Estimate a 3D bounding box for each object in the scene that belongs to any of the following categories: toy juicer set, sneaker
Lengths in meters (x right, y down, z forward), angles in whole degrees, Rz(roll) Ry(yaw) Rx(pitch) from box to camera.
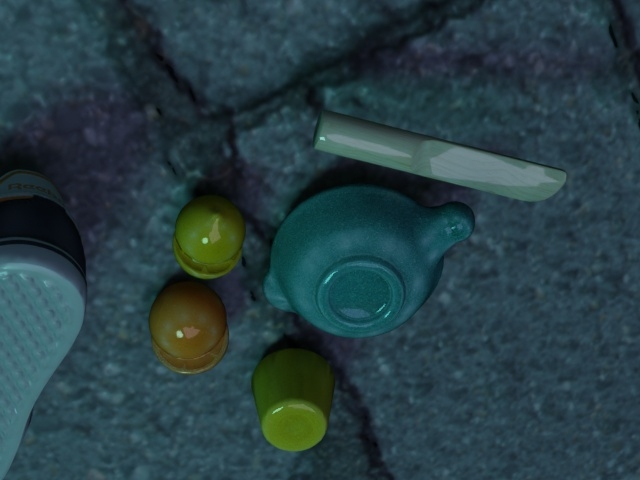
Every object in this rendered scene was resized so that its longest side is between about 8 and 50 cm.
[{"bbox_3d":[0.000,0.000,1.160,0.209,0.089,0.329,32,116,-20],"label":"toy juicer set"},{"bbox_3d":[-0.259,0.086,1.100,0.126,0.127,0.321,25,124,-27],"label":"sneaker"}]
